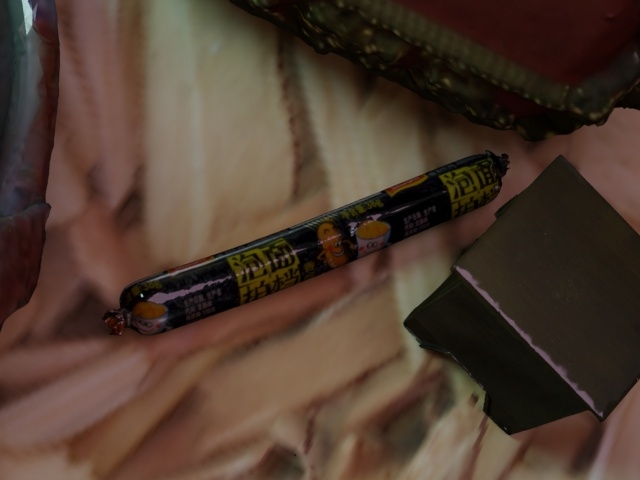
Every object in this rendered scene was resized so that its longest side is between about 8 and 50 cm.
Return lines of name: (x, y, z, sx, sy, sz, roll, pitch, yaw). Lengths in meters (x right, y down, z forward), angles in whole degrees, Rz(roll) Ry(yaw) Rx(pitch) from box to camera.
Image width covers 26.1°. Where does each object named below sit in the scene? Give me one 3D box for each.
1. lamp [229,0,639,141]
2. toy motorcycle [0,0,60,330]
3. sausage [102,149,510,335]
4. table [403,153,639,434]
lamp: (0.042, -0.154, 0.565, 0.274, 0.177, 0.177, 26, 69, -9)
toy motorcycle: (-0.220, -0.088, 0.491, 0.182, 0.241, 0.319, -21, 87, 19)
sausage: (0.000, 0.000, 0.586, 0.198, 0.028, 0.025, -21, 59, -22)
table: (0.091, 0.028, 0.576, 0.083, 0.082, 0.070, 46, 67, -1)
